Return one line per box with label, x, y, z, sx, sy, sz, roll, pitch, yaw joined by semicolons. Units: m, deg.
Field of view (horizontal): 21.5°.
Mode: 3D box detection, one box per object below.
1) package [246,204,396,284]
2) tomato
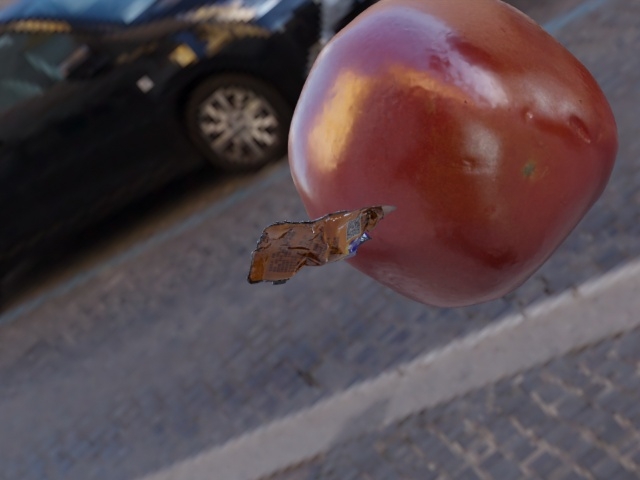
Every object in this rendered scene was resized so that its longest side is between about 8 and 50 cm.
package;0.001;0.001;1.224;0.110;0.033;0.077;-17;-11;-31
tomato;0.126;-0.079;1.498;0.298;0.299;0.226;-46;29;-15
